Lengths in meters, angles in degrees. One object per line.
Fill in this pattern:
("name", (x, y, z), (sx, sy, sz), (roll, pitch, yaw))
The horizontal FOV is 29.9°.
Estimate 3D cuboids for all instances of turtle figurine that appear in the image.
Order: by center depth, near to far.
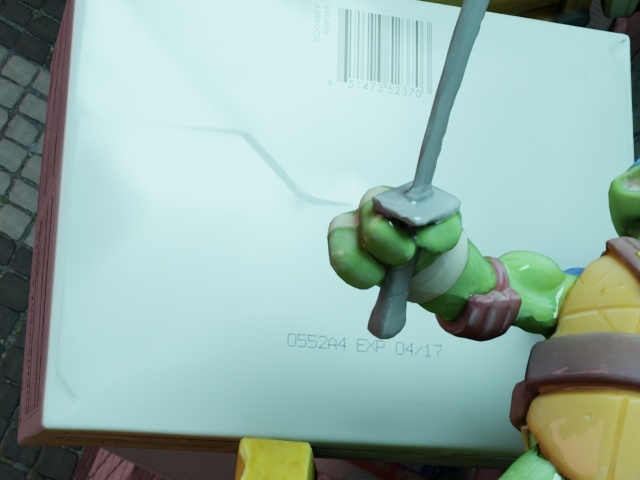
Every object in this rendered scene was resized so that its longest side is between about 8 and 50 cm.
("turtle figurine", (0.091, 0.054, 0.353), (0.275, 0.198, 0.266), (137, 153, -67))

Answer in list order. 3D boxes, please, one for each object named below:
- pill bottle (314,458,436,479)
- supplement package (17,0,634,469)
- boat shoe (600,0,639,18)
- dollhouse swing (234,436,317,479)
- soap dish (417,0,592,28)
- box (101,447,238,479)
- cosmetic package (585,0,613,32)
("pill bottle", (0.054, 0.038, 0.737), (0.221, 0.124, 0.124), (-63, 11, -2))
("supplement package", (0.000, 0.000, 0.572), (0.145, 0.262, 0.204), (146, 128, -68))
("boat shoe", (0.223, -0.215, 0.622), (0.342, 0.123, 0.123), (86, -172, -71))
("dollhouse swing", (-0.165, 0.234, 0.486), (0.347, 0.305, 0.315), (84, -169, -76))
("soap dish", (0.029, -0.177, 0.648), (0.229, 0.291, 0.118), (82, 172, -72))
("box", (-0.036, 0.030, 1.042), (0.345, 0.168, 0.215), (-60, 11, 11))
("cosmetic package", (0.137, -0.130, 0.866), (0.231, 0.085, 0.117), (-63, 11, -10))
